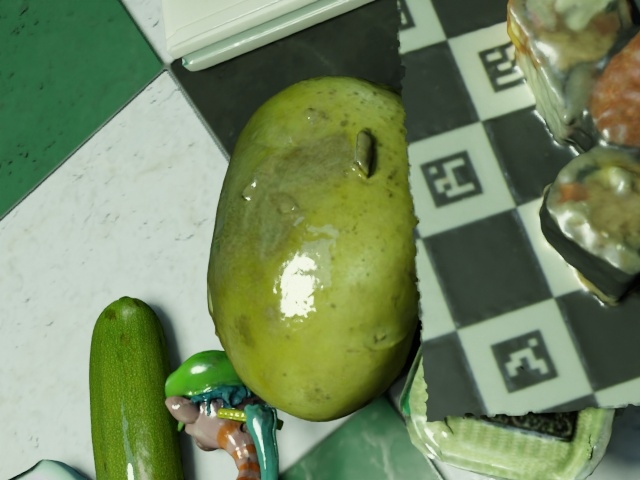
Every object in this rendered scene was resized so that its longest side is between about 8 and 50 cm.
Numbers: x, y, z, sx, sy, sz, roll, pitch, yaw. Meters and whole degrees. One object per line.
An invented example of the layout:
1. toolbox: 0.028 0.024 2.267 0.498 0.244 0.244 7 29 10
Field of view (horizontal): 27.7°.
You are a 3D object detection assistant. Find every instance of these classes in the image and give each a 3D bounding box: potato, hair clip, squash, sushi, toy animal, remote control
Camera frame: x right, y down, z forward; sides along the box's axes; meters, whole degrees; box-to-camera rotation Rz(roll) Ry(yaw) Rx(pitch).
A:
1. potato: 0.001 -0.001 0.882 0.197 0.148 0.228 23 95 55
2. hair clip: 0.148 0.006 0.844 0.138 0.091 0.321 15 72 9
3. squash: -0.134 0.158 0.960 0.066 0.066 0.252 -20 66 21
4. sushi: 0.212 -0.071 0.784 0.319 0.069 0.340 -3 70 1
5. toy animal: -0.056 0.172 0.896 0.103 0.100 0.208 126 147 -48
6. remote control: 0.001 -0.230 1.026 0.277 0.055 0.103 -18 66 20

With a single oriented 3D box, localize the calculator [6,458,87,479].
1. calculator: -0.272 0.288 0.998 0.293 0.051 0.173 -30 63 16
